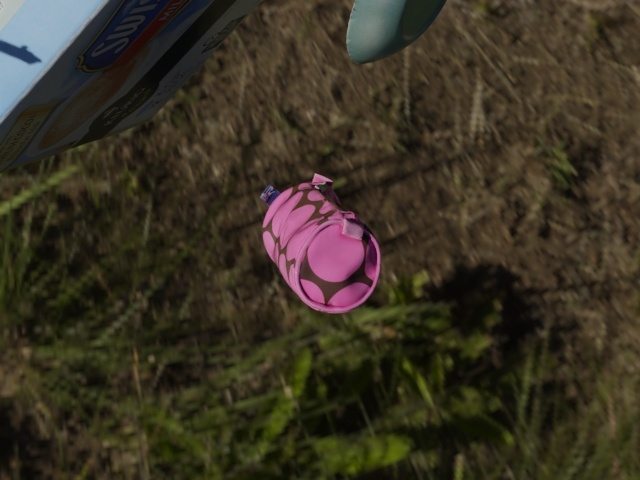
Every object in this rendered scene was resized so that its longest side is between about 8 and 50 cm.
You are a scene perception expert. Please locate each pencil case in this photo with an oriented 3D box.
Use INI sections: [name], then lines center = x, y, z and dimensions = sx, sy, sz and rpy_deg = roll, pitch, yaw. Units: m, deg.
[pencil case]
center = 0.000, 0.000, 1.515
dimensions = 0.095, 0.209, 0.098
rpy_deg = 31, 95, -17

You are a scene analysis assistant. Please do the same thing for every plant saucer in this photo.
[plant saucer]
center = 0.097, -0.258, 1.653
dimensions = 0.037, 0.195, 0.195
rpy_deg = 33, 112, 18

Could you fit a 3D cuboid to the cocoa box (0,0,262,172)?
[cocoa box]
center = -0.148, -0.230, 0.995
dimensions = 0.347, 0.228, 0.231
rpy_deg = -41, 84, 36
